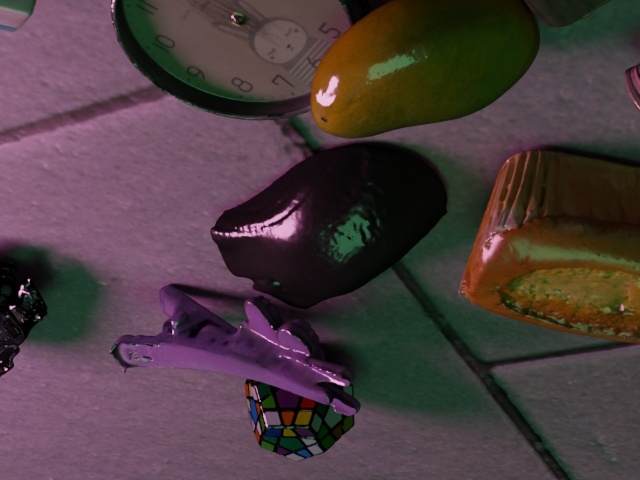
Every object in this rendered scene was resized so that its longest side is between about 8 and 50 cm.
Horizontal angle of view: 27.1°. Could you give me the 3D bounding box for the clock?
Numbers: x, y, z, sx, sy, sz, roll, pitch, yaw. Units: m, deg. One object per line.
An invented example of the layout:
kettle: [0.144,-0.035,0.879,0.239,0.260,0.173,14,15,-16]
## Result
clock: [-0.068,-0.184,1.097,0.215,0.042,0.215,7,143,6]

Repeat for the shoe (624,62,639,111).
shoe: [0.335,-0.131,1.037,0.180,0.089,0.092,13,131,-6]

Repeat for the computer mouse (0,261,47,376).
computer mouse: [-0.397,0.082,1.498,0.146,0.077,0.242,34,134,-28]

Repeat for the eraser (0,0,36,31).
eraser: [-0.340,-0.221,1.050,0.225,0.052,0.095,13,175,-20]

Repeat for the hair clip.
hair clip: [-0.084,0.110,1.411,0.278,0.090,0.137,9,134,19]

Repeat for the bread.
bread: [0.280,0.017,1.210,0.288,0.119,0.152,11,147,-1]

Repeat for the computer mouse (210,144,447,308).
computer mouse: [0.000,0.000,1.291,0.147,0.088,0.264,35,140,-25]

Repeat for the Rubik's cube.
Rubik's cube: [-0.024,0.183,1.507,0.112,0.133,0.133,-10,146,-15]

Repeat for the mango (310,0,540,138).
mango: [0.081,-0.141,1.046,0.191,0.085,0.122,-21,155,-1]

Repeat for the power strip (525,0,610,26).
power strip: [0.182,-0.294,0.850,0.251,0.092,0.257,-29,127,30]
